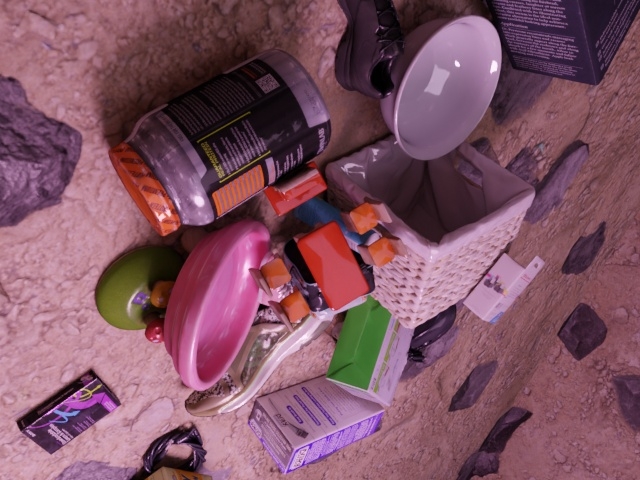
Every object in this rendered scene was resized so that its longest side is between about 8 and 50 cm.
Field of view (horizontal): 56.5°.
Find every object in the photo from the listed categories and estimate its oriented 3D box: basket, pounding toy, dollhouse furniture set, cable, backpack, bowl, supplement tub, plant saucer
[{"bbox_3d":[0.224,-0.044,1.318,0.331,0.328,0.266,-28,142,-28],"label":"basket"},{"bbox_3d":[-0.283,0.100,1.104,0.237,0.110,0.183,-32,140,-21],"label":"pounding toy"},{"bbox_3d":[0.000,0.000,1.039,0.262,0.135,0.259,-31,107,-10],"label":"dollhouse furniture set"},{"bbox_3d":[-0.355,0.541,1.464,0.150,0.047,0.184,-27,138,-27],"label":"cable"},{"bbox_3d":[0.010,0.062,1.249,0.165,0.188,0.144,-21,134,-20],"label":"backpack"},{"bbox_3d":[0.220,-0.326,1.219,0.297,0.134,0.298,-26,136,-28],"label":"bowl"},{"bbox_3d":[-0.156,-0.153,0.945,0.316,0.193,0.194,-34,140,-19],"label":"supplement tub"},{"bbox_3d":[-0.195,0.111,1.121,0.332,0.084,0.332,19,90,-79],"label":"plant saucer"}]

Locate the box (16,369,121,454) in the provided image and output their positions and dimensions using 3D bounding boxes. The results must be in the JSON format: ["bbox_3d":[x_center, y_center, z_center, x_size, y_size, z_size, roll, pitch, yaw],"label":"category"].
[{"bbox_3d":[-0.490,0.340,1.170,0.162,0.029,0.116,-35,141,-17],"label":"box"}]

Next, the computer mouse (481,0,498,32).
[{"bbox_3d":[0.369,-0.532,1.269,0.193,0.042,0.106,18,109,-51],"label":"computer mouse"}]

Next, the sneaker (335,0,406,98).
[{"bbox_3d":[0.099,-0.385,1.054,0.109,0.130,0.286,-27,137,-23],"label":"sneaker"}]

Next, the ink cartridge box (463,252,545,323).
[{"bbox_3d":[0.411,0.094,1.328,0.181,0.061,0.104,-52,149,10],"label":"ink cartridge box"}]

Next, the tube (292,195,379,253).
[{"bbox_3d":[0.023,-0.038,1.213,0.052,0.207,0.080,-22,135,-48],"label":"tube"}]

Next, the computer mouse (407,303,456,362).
[{"bbox_3d":[0.369,0.303,1.965,0.272,0.072,0.188,-55,142,7],"label":"computer mouse"}]

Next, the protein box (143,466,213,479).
[{"bbox_3d":[-0.377,0.674,1.449,0.199,0.136,0.201,-36,144,7],"label":"protein box"}]

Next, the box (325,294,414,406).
[{"bbox_3d":[0.146,0.282,1.583,0.231,0.126,0.262,49,57,-59],"label":"box"}]

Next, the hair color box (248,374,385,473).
[{"bbox_3d":[-0.007,0.491,1.655,0.338,0.185,0.110,-6,127,-42],"label":"hair color box"}]

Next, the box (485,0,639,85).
[{"bbox_3d":[0.500,-0.557,1.200,0.294,0.212,0.395,-60,143,-5],"label":"box"}]

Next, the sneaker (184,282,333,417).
[{"bbox_3d":[-0.168,0.216,1.340,0.410,0.158,0.182,-42,111,-6],"label":"sneaker"}]

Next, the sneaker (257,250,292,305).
[{"bbox_3d":[-0.087,0.083,1.205,0.051,0.070,0.134,-56,160,-49],"label":"sneaker"}]

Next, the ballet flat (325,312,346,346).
[{"bbox_3d":[0.060,0.252,1.613,0.073,0.067,0.206,-42,142,-8],"label":"ballet flat"}]
